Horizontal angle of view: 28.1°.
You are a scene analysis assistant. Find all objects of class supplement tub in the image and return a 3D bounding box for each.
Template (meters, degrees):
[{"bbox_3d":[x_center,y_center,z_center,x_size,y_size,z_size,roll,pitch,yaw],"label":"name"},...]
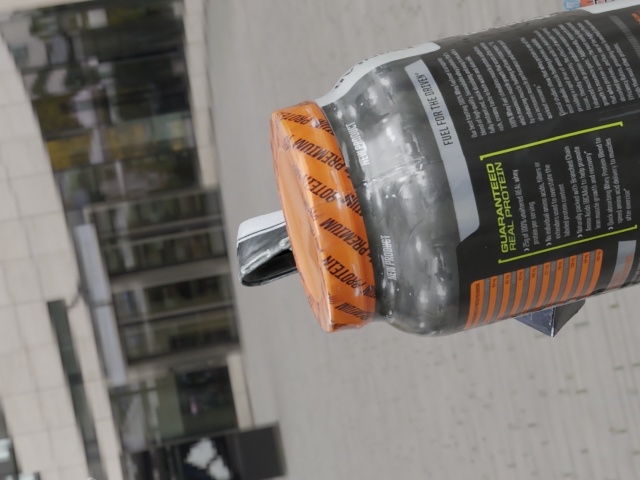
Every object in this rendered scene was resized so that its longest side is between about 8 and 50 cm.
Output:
[{"bbox_3d":[0.146,-0.052,0.918,0.207,0.338,0.207,167,90,-82],"label":"supplement tub"}]

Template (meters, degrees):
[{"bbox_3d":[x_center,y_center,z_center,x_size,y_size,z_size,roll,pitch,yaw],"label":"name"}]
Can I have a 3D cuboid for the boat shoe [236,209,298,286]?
[{"bbox_3d":[-0.003,-0.002,1.850,0.113,0.306,0.105,36,-131,-46],"label":"boat shoe"}]

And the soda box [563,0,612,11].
[{"bbox_3d":[0.404,-0.330,1.638,0.058,0.183,0.063,64,-147,-59],"label":"soda box"}]

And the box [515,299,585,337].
[{"bbox_3d":[0.268,0.016,1.682,0.158,0.093,0.156,27,137,29],"label":"box"}]

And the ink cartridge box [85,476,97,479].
[{"bbox_3d":[-0.289,0.419,1.622,0.128,0.127,0.176,40,-160,-31],"label":"ink cartridge box"}]
